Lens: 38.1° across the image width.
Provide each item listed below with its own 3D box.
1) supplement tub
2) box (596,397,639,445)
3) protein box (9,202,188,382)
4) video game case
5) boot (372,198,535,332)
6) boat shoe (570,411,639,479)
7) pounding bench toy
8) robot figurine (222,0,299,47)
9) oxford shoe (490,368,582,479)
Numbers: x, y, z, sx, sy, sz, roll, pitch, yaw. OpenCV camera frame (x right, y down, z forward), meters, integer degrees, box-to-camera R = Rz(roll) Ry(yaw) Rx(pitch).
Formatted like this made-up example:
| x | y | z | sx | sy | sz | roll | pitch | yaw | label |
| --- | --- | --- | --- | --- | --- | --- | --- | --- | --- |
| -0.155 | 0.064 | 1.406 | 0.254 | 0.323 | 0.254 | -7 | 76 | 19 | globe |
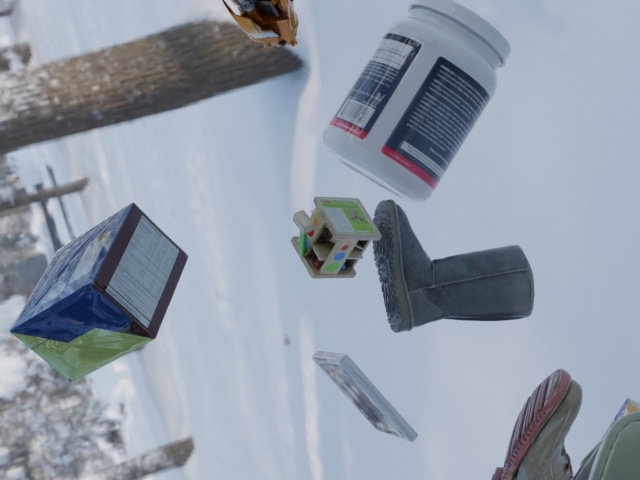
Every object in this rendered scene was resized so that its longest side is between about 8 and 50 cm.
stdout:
| x | y | z | sx | sy | sz | roll | pitch | yaw | label |
| --- | --- | --- | --- | --- | --- | --- | --- | --- | --- |
| 0.145 | -0.211 | 1.397 | 0.191 | 0.272 | 0.191 | 32 | -179 | -1 | supplement tub |
| 0.472 | 0.325 | 1.467 | 0.136 | 0.028 | 0.081 | -62 | 5 | 16 | box |
| -0.347 | 0.082 | 1.476 | 0.136 | 0.200 | 0.201 | 48 | -148 | -25 | protein box |
| 0.079 | 0.285 | 1.713 | 0.201 | 0.023 | 0.183 | 48 | 165 | -7 | video game case |
| 0.179 | 0.027 | 1.231 | 0.076 | 0.209 | 0.189 | -176 | 77 | -73 | boot |
| 0.198 | 0.235 | 0.683 | 0.081 | 0.227 | 0.068 | 31 | 165 | 16 | boat shoe |
| 0.000 | 0.000 | 0.864 | 0.065 | 0.083 | 0.052 | -58 | 46 | 35 | pounding bench toy |
| -0.090 | -0.350 | 1.100 | 0.291 | 0.085 | 0.211 | 42 | -135 | -71 | robot figurine |
| 0.328 | 0.330 | 1.338 | 0.130 | 0.123 | 0.348 | 21 | 129 | 12 | oxford shoe |
